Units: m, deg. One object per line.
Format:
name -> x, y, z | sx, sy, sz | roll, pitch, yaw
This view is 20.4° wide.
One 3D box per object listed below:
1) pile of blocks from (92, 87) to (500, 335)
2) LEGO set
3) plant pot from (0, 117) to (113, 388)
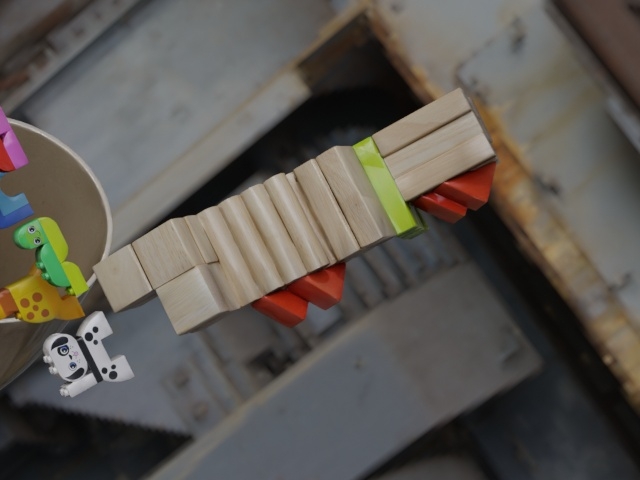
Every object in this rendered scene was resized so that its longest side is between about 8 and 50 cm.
pile of blocks -> 0.000, 0.000, 1.452 | 0.113, 0.362, 0.149 | 63, -14, 7
LEGO set -> -0.242, 0.024, 1.351 | 0.227, 0.093, 0.087 | 64, -21, -9
plant pot -> -0.370, 0.052, 1.855 | 0.256, 0.274, 0.256 | 11, 51, -13
